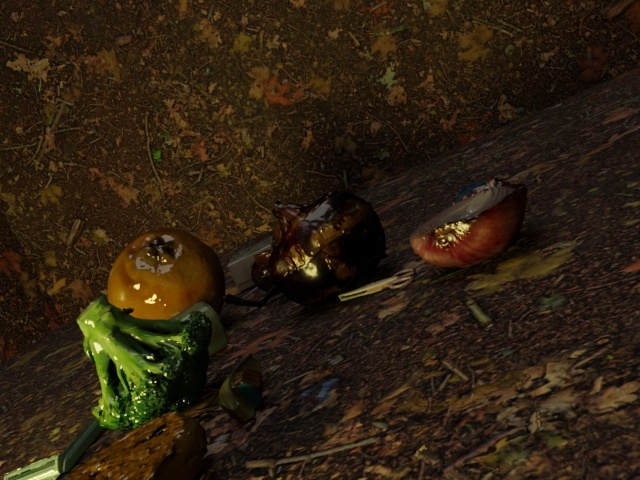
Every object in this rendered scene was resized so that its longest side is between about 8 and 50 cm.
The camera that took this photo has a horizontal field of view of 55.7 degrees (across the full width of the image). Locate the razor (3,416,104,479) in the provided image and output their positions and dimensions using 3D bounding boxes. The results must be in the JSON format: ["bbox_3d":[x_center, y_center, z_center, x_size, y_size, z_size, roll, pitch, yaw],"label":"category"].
[{"bbox_3d":[-0.468,0.395,1.152,0.111,0.056,0.278,-23,2,8],"label":"razor"}]

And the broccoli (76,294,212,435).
[{"bbox_3d":[-0.324,0.206,1.122,0.254,0.269,0.269,-38,1,32],"label":"broccoli"}]

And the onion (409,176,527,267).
[{"bbox_3d":[0.319,-0.035,1.194,0.227,0.120,0.283,-19,14,49],"label":"onion"}]

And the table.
[{"bbox_3d":[-0.336,0.246,1.384,0.220,0.126,0.126,-31,10,-31],"label":"table"}]

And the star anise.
[{"bbox_3d":[-0.115,0.072,1.653,0.346,0.237,0.148,-36,-23,-6],"label":"star anise"}]

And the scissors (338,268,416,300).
[{"bbox_3d":[0.120,0.099,1.298,0.176,0.022,0.085,-19,14,19],"label":"scissors"}]

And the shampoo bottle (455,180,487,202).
[{"bbox_3d":[0.388,-0.091,1.541,0.104,0.061,0.258,-23,9,23],"label":"shampoo bottle"}]

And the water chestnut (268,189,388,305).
[{"bbox_3d":[0.000,0.000,1.415,0.300,0.300,0.300,-25,9,4],"label":"water chestnut"}]

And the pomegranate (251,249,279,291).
[{"bbox_3d":[-0.129,0.089,1.764,0.159,0.129,0.129,-4,22,45],"label":"pomegranate"}]

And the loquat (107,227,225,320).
[{"bbox_3d":[-0.419,0.130,1.661,0.328,0.328,0.328,-25,9,4],"label":"loquat"}]

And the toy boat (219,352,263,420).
[{"bbox_3d":[-0.124,0.242,1.001,0.066,0.065,0.172,-38,12,8],"label":"toy boat"}]

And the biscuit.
[{"bbox_3d":[-0.274,0.339,0.814,0.296,0.075,0.296,-30,9,5],"label":"biscuit"}]

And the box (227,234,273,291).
[{"bbox_3d":[-0.210,0.071,2.134,0.194,0.111,0.260,-25,6,0],"label":"box"}]
